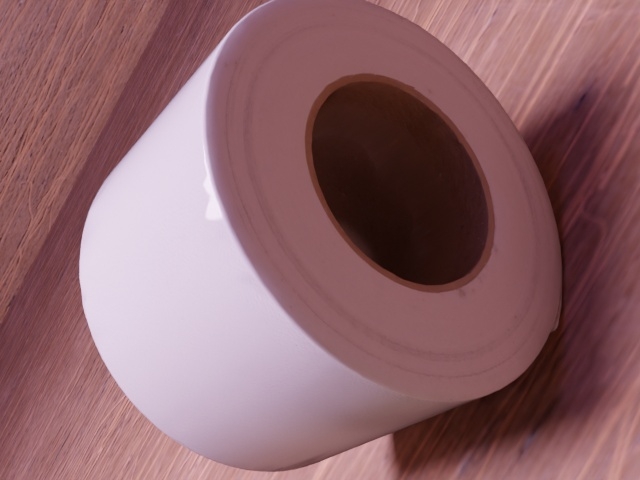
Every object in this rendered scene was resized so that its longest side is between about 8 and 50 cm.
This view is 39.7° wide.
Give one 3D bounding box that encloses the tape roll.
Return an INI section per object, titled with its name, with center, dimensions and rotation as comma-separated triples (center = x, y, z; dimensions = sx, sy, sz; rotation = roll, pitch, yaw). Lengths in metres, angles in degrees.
[tape roll]
center = 0.000, 0.000, 0.535
dimensions = 0.169, 0.246, 0.246
rotation = -37, 34, 47
